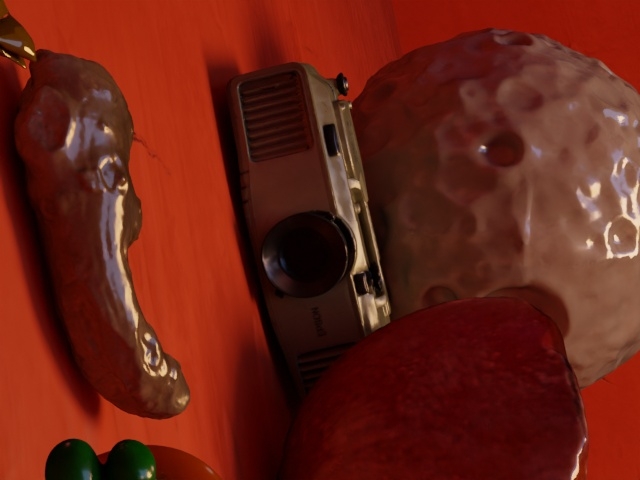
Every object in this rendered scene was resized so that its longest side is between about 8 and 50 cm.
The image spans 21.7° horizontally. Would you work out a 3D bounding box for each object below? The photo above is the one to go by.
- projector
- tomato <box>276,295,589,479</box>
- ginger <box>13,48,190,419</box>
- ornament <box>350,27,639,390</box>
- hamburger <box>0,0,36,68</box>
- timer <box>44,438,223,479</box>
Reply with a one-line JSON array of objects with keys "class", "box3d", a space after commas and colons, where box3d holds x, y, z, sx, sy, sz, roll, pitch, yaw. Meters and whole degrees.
[{"class": "projector", "box3d": [0.000, 0.000, 1.258, 0.193, 0.088, 0.270, -54, 131, -83]}, {"class": "tomato", "box3d": [0.053, 0.163, 1.083, 0.309, 0.170, 0.309, -173, -90, -75]}, {"class": "ginger", "box3d": [-0.100, 0.000, 0.737, 0.069, 0.051, 0.173, -31, 113, -76]}, {"class": "ornament", "box3d": [0.154, -0.009, 1.456, 0.337, 0.337, 0.337, -13, 90, -82]}, {"class": "hamburger", "box3d": [-0.144, -0.132, 0.466, 0.189, 0.093, 0.164, 68, 9, -53]}, {"class": "timer", "box3d": [-0.069, 0.124, 0.579, 0.136, 0.099, 0.136, 64, 3, -6]}]
